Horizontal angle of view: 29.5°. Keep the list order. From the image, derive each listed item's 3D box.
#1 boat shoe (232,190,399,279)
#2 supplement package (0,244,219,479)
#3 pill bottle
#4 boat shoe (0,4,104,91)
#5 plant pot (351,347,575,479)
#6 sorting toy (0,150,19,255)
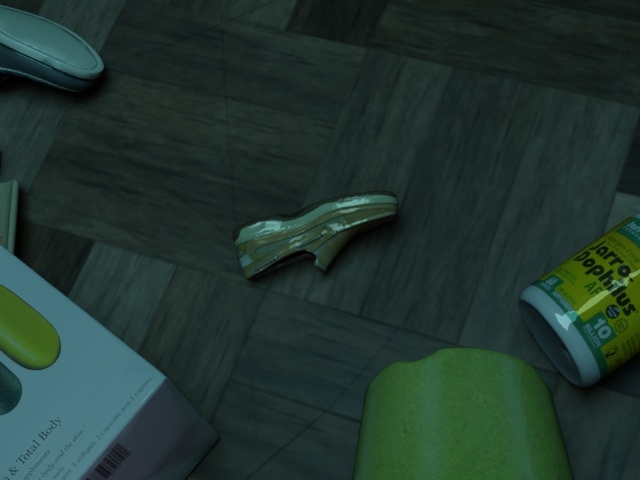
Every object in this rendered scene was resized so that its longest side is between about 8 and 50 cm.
[{"bbox_3d":[0.000,0.000,1.340,0.190,0.068,0.072,-17,74,14],"label":"boat shoe"},{"bbox_3d":[-0.282,0.171,1.228,0.262,0.198,0.199,35,75,24],"label":"supplement package"},{"bbox_3d":[0.314,0.045,1.219,0.208,0.117,0.118,-33,62,-6],"label":"pill bottle"},{"bbox_3d":[-0.417,-0.242,1.537,0.319,0.116,0.099,24,114,14],"label":"boat shoe"},{"bbox_3d":[0.129,0.248,1.097,0.276,0.276,0.254,-5,51,9],"label":"plant pot"},{"bbox_3d":[-0.449,0.009,1.405,0.196,0.047,0.348,-9,56,5],"label":"sorting toy"}]
